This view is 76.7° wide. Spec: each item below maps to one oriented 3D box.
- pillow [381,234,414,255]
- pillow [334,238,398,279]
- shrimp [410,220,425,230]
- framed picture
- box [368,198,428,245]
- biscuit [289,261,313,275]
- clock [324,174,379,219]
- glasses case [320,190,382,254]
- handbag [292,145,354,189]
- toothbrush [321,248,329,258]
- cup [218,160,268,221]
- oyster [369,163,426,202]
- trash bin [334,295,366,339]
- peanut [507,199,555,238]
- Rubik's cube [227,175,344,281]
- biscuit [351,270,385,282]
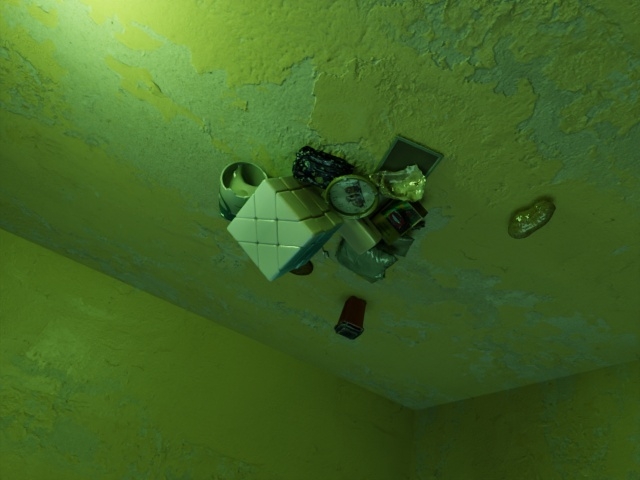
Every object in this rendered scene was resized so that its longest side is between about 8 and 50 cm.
[{"bbox_3d":[0.377,0.018,2.021,0.148,0.050,0.230,21,161,8],"label":"pillow"},{"bbox_3d":[0.231,0.079,2.083,0.309,0.138,0.284,28,150,9],"label":"pillow"},{"bbox_3d":[0.382,-0.091,1.919,0.219,0.046,0.152,-4,141,25],"label":"shrimp"},{"bbox_3d":[0.351,-0.302,1.687,0.216,0.017,0.274,23,142,-8],"label":"framed picture"},{"bbox_3d":[0.341,-0.104,1.815,0.159,0.071,0.240,49,134,6],"label":"box"},{"bbox_3d":[-0.134,0.149,2.424,0.187,0.027,0.188,9,142,7],"label":"biscuit"},{"bbox_3d":[0.134,-0.192,1.726,0.236,0.057,0.237,4,135,4],"label":"clock"},{"bbox_3d":[0.129,-0.098,1.876,0.337,0.076,0.144,50,138,-3],"label":"glasses case"},{"bbox_3d":[0.006,-0.303,1.735,0.259,0.113,0.162,19,138,-10],"label":"handbag"},{"bbox_3d":[0.000,0.000,2.190,0.029,0.025,0.307,-6,139,14],"label":"toothbrush"},{"bbox_3d":[-0.335,-0.218,1.909,0.289,0.220,0.258,-7,150,-23],"label":"cup"},{"bbox_3d":[0.319,-0.230,1.684,0.232,0.162,0.107,11,159,19],"label":"oyster"},{"bbox_3d":[0.202,0.478,2.541,0.161,0.239,0.184,25,144,-8],"label":"trash bin"},{"bbox_3d":[0.879,-0.087,1.698,0.108,0.095,0.226,28,140,-11],"label":"peanut"},{"bbox_3d":[-0.148,-0.066,1.778,0.319,0.315,0.322,49,117,10],"label":"Rubik's cube"},{"bbox_3d":[0.255,0.167,2.293,0.199,0.041,0.121,32,142,-17],"label":"biscuit"}]
